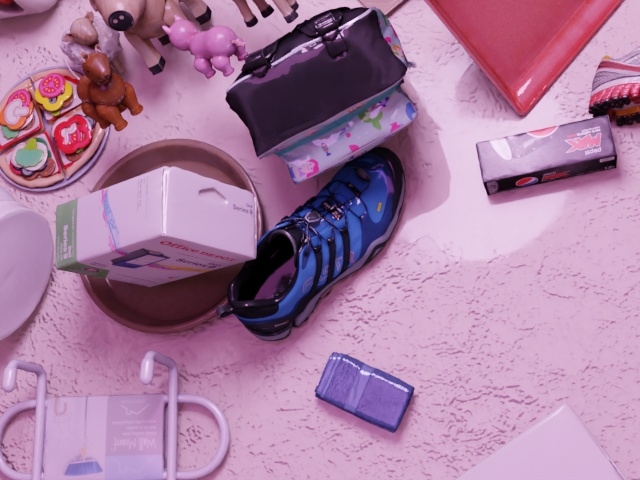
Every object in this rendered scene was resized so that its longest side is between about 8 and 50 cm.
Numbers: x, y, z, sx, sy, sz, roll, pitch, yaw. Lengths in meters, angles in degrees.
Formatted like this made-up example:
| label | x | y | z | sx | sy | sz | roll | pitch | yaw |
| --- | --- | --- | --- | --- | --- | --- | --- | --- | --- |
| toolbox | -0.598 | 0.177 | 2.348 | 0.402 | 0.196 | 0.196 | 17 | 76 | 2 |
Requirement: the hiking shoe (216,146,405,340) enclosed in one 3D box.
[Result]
| label | x | y | z | sx | sy | sz | roll | pitch | yaw |
| --- | --- | --- | --- | --- | --- | --- | --- | --- | --- |
| hiking shoe | 0.000 | 0.000 | 1.267 | 0.113 | 0.132 | 0.304 | 36 | 87 | 21 |

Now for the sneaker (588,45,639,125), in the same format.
| label | x | y | z | sx | sy | sz | roll | pitch | yaw |
| --- | --- | --- | --- | --- | --- | --- | --- | --- | --- |
| sneaker | 0.434 | -0.214 | 1.205 | 0.225 | 0.088 | 0.092 | -9 | 62 | 36 |

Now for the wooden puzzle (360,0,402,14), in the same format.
| label | x | y | z | sx | sy | sz | roll | pitch | yaw |
| --- | --- | --- | --- | --- | --- | --- | --- | --- | --- |
| wooden puzzle | 0.089 | -0.354 | 1.403 | 0.116 | 0.014 | 0.078 | -33 | 65 | 5 |

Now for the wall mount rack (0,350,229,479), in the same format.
| label | x | y | z | sx | sy | sz | roll | pitch | yaw |
| --- | --- | --- | --- | --- | --- | --- | --- | --- | --- |
| wall mount rack | -0.300 | 0.301 | 1.269 | 0.350 | 0.130 | 0.304 | -5 | 74 | 15 |

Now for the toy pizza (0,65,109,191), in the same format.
| label | x | y | z | sx | sy | sz | roll | pitch | yaw |
| --- | --- | --- | --- | --- | --- | --- | --- | --- | --- |
| toy pizza | -0.410 | -0.172 | 1.479 | 0.201 | 0.032 | 0.201 | -4 | 75 | 14 |

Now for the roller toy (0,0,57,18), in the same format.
| label | x | y | z | sx | sy | sz | roll | pitch | yaw |
| --- | --- | --- | --- | --- | --- | --- | --- | --- | --- |
| roller toy | -0.488 | -0.430 | 1.482 | 0.146 | 0.209 | 0.191 | -4 | 109 | 16 |

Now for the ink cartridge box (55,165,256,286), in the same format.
| label | x | y | z | sx | sy | sz | roll | pitch | yaw |
| --- | --- | --- | --- | --- | --- | --- | --- | --- | --- |
| ink cartridge box | -0.205 | -0.012 | 1.233 | 0.212 | 0.154 | 0.093 | -16 | 69 | 38 |

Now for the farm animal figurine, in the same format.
| label | x | y | z | sx | sy | sz | roll | pitch | yaw |
| --- | --- | --- | --- | --- | --- | --- | --- | --- | --- |
| farm animal figurine | -0.216 | -0.320 | 1.326 | 0.330 | 0.172 | 0.326 | -33 | 31 | 3 |

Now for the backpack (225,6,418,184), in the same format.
| label | x | y | z | sx | sy | sz | roll | pitch | yaw |
| --- | --- | --- | --- | --- | --- | --- | --- | --- | --- |
| backpack | 0.008 | -0.198 | 1.262 | 0.225 | 0.253 | 0.191 | -28 | 108 | 10 |

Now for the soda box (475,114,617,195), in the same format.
| label | x | y | z | sx | sy | sz | roll | pitch | yaw |
| --- | --- | --- | --- | --- | --- | --- | --- | --- | --- |
| soda box | 0.287 | -0.108 | 1.260 | 0.169 | 0.053 | 0.060 | -12 | 73 | 12 |

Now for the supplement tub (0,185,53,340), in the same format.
| label | x | y | z | sx | sy | sz | roll | pitch | yaw |
| --- | --- | --- | --- | --- | --- | --- | --- | --- | --- |
| supplement tub | -0.555 | 0.001 | 1.367 | 0.316 | 0.228 | 0.228 | 19 | 81 | 19 |

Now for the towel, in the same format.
| label | x | y | z | sx | sy | sz | roll | pitch | yaw |
| --- | --- | --- | --- | --- | --- | --- | --- | --- | --- |
| towel | 0.056 | 0.191 | 1.255 | 0.120 | 0.029 | 0.067 | 23 | 82 | 20 |

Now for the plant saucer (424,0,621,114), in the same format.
| label | x | y | z | sx | sy | sz | roll | pitch | yaw |
| --- | --- | --- | --- | --- | --- | --- | --- | --- | --- |
| plant saucer | 0.259 | -0.336 | 1.254 | 0.258 | 0.259 | 0.048 | -50 | 34 | -2 |

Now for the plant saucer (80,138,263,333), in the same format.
| label | x | y | z | sx | sy | sz | roll | pitch | yaw |
| --- | --- | --- | --- | --- | --- | --- | --- | --- | --- |
| plant saucer | -0.207 | -0.006 | 1.375 | 0.278 | 0.041 | 0.277 | -4 | 75 | 14 |

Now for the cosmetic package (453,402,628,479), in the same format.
| label | x | y | z | sx | sy | sz | roll | pitch | yaw |
| --- | --- | --- | --- | --- | --- | --- | --- | --- | --- |
| cosmetic package | 0.187 | 0.365 | 1.105 | 0.366 | 0.155 | 0.197 | -34 | 70 | 3 |
